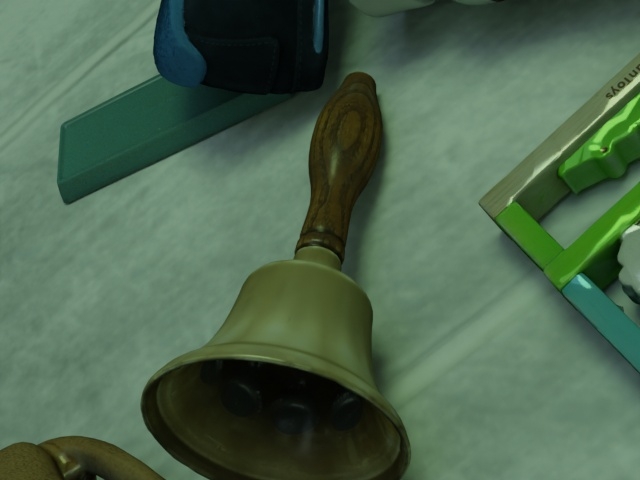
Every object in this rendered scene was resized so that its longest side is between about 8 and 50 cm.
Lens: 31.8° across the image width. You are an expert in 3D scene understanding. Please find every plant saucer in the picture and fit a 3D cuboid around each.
[{"bbox_3d":[-0.103,-0.088,0.753,0.192,0.018,0.067,-21,53,23],"label":"plant saucer"}]

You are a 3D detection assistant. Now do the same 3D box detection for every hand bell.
[{"bbox_3d":[0.000,0.000,0.587,0.126,0.126,0.242,-14,43,29],"label":"hand bell"}]

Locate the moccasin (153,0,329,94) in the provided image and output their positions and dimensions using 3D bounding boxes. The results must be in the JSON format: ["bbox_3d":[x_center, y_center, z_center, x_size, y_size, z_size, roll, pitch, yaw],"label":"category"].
[{"bbox_3d":[-0.022,-0.245,0.723,0.138,0.117,0.342,146,136,-73],"label":"moccasin"}]

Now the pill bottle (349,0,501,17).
[{"bbox_3d":[0.113,-0.194,0.592,0.221,0.121,0.121,-10,58,31],"label":"pill bottle"}]

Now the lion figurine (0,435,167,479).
[{"bbox_3d":[-0.203,0.216,0.578,0.392,0.142,0.240,-38,38,-9],"label":"lion figurine"}]

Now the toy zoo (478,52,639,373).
[{"bbox_3d":[0.218,0.008,0.454,0.192,0.030,0.293,-43,47,5],"label":"toy zoo"}]
